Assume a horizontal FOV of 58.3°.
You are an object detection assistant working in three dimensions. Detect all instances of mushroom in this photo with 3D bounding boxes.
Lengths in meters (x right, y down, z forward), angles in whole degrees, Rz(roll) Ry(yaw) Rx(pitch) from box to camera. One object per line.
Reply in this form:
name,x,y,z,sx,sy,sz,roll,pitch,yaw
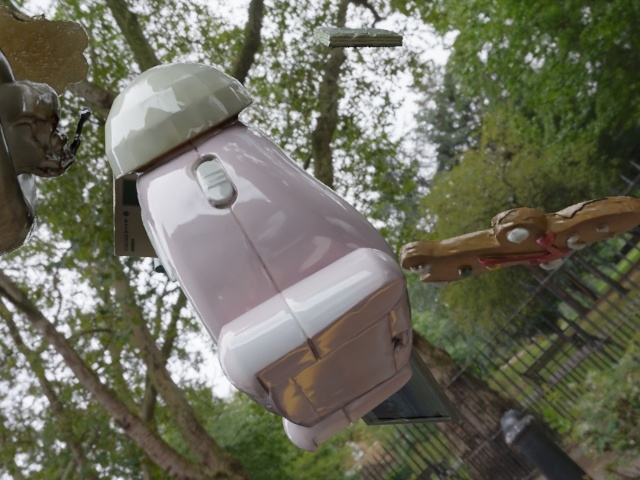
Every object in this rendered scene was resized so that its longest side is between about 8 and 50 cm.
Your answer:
mushroom,-0.481,-0.154,0.814,0.295,0.362,0.362,-10,-34,-18

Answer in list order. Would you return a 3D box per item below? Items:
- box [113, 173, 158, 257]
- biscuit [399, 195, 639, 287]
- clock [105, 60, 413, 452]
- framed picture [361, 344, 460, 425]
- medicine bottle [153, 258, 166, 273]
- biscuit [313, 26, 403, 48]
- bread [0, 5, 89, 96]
box,-0.297,-0.074,1.078,0.168,0.095,0.211,2,-54,-15
biscuit,0.287,0.011,0.835,0.340,0.047,0.216,-15,-21,25
clock,-0.061,0.016,0.578,0.184,0.325,0.342,-32,-30,-15
framed picture,0.145,0.322,1.256,0.315,0.232,0.024,54,-145,-37
medicine bottle,-0.438,-0.008,1.543,0.090,0.208,0.053,-21,-34,2
biscuit,0.094,-0.507,1.429,0.200,0.121,0.040,-7,-62,-19
bread,-0.599,-0.377,1.181,0.251,0.039,0.181,-5,-68,-44
